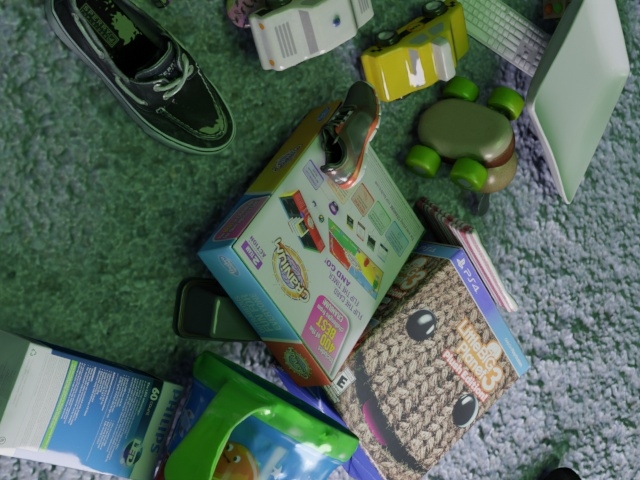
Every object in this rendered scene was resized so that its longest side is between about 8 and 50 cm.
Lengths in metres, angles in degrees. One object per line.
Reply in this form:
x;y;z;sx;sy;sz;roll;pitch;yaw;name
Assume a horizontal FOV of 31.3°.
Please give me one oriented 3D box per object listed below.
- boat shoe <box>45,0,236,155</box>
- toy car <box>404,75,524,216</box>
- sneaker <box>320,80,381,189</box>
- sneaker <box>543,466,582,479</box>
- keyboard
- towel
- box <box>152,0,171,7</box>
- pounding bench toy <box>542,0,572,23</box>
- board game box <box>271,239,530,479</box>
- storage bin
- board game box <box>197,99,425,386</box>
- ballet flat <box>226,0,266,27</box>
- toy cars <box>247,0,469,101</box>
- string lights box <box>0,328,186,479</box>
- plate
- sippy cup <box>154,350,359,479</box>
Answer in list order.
-0.208;-0.215;1.430;0.301;0.102;0.108;46;72;-26;boat shoe
0.235;-0.123;1.714;0.155;0.149;0.188;-60;146;-16;toy car
0.035;-0.150;1.518;0.065;0.061;0.158;25;63;-34;sneaker
0.310;0.463;1.818;0.124;0.107;0.283;45;73;-20;sneaker
0.278;-0.326;1.761;0.256;0.014;0.072;26;82;-30;keyboard
0.214;0.015;1.655;0.029;0.197;0.144;-36;113;-5;towel
-0.190;-0.396;1.465;0.162;0.029;0.116;-51;117;-15;box
0.386;-0.358;1.800;0.065;0.052;0.083;-1;96;-31;pounding bench toy
0.119;0.180;1.647;0.291;0.141;0.232;-42;114;-20;board game box
-0.114;0.093;1.528;0.135;0.091;0.098;7;91;-32;storage bin
0.000;0.000;1.537;0.242;0.064;0.316;56;47;-23;board game box
-0.041;-0.374;1.526;0.077;0.079;0.221;47;72;-14;ballet flat
0.080;-0.279;1.564;0.393;0.087;0.176;9;104;-43;toy cars
-0.296;0.207;1.396;0.259;0.076;0.133;27;80;-49;string lights box
0.392;-0.240;1.761;0.277;0.045;0.278;-61;147;-18;plate
-0.103;0.292;1.456;0.305;0.240;0.224;32;85;-35;sippy cup
